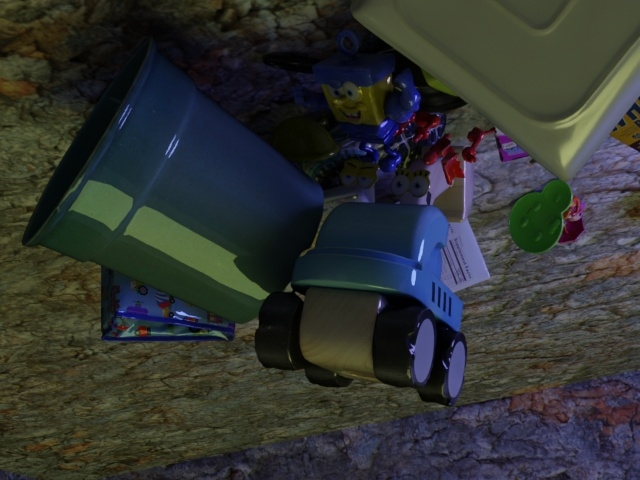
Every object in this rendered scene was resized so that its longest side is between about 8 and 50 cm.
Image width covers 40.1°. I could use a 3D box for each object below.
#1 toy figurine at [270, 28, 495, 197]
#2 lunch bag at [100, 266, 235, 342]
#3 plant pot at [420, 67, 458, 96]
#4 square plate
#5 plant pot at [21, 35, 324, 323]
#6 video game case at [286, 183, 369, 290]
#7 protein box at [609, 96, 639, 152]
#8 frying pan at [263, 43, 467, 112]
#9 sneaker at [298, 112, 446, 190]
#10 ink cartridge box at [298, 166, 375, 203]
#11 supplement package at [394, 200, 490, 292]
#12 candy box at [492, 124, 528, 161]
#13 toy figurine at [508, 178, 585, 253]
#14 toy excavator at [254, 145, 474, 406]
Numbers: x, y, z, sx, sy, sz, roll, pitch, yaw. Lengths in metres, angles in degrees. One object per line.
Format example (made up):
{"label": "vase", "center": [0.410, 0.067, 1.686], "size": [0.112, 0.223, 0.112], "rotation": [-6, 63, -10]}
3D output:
{"label": "toy figurine", "center": [0.058, -0.221, 1.295], "size": [0.363, 0.191, 0.217], "rotation": [15, 137, 41]}
{"label": "lunch bag", "center": [-0.290, 0.087, 1.794], "size": [0.293, 0.220, 0.138], "rotation": [6, 151, -24]}
{"label": "plant pot", "center": [0.254, -0.313, 1.150], "size": [0.228, 0.227, 0.207], "rotation": [-25, 155, 31]}
{"label": "square plate", "center": [0.242, -0.297, 0.972], "size": [0.344, 0.347, 0.049], "rotation": [-55, 168, 28]}
{"label": "plant pot", "center": [-0.198, -0.063, 1.287], "size": [0.334, 0.341, 0.341], "rotation": [31, 139, -22]}
{"label": "video game case", "center": [0.000, 0.000, 1.510], "size": [0.227, 0.026, 0.206], "rotation": [-13, 135, 22]}
{"label": "protein box", "center": [0.454, -0.266, 1.281], "size": [0.201, 0.199, 0.136], "rotation": [20, 143, -30]}
{"label": "frying pan", "center": [0.094, -0.260, 1.395], "size": [0.326, 0.053, 0.197], "rotation": [2, 160, 17]}
{"label": "sneaker", "center": [0.085, -0.181, 1.501], "size": [0.283, 0.122, 0.110], "rotation": [-22, 143, -21]}
{"label": "ink cartridge box", "center": [0.015, -0.085, 1.613], "size": [0.140, 0.082, 0.191], "rotation": [-3, 174, -7]}
{"label": "supplement package", "center": [0.152, 0.033, 1.697], "size": [0.263, 0.198, 0.199], "rotation": [-21, 177, -5]}
{"label": "candy box", "center": [0.366, -0.233, 1.488], "size": [0.159, 0.071, 0.233], "rotation": [-13, 153, 12]}
{"label": "toy figurine", "center": [0.513, -0.052, 1.876], "size": [0.159, 0.130, 0.173], "rotation": [1, 130, -45]}
{"label": "toy excavator", "center": [0.125, 0.010, 1.303], "size": [0.222, 0.445, 0.433], "rotation": [5, 165, 26]}
